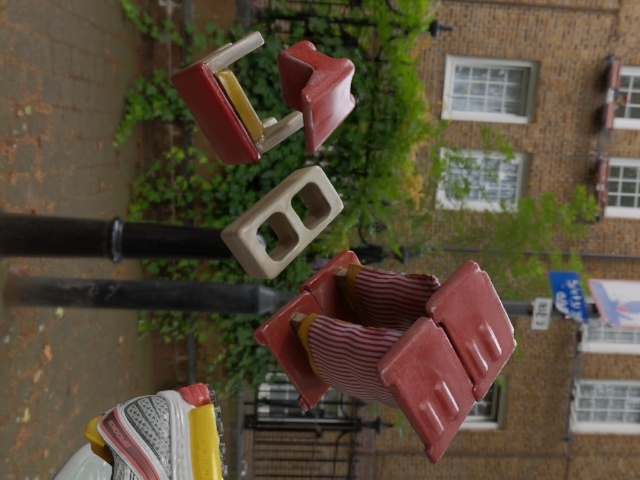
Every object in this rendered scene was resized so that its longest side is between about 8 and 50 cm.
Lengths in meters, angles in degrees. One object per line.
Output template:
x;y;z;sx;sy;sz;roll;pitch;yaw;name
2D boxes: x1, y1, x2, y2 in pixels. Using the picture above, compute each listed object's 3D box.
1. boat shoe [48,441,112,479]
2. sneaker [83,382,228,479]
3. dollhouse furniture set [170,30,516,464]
-0.251;0.268;0.553;0.228;0.081;0.079;-64;146;-20;boat shoe
-0.093;0.197;0.376;0.088;0.092;0.225;101;-20;-52;sneaker
0.000;0.000;0.613;0.201;0.152;0.374;2;-51;53;dollhouse furniture set
